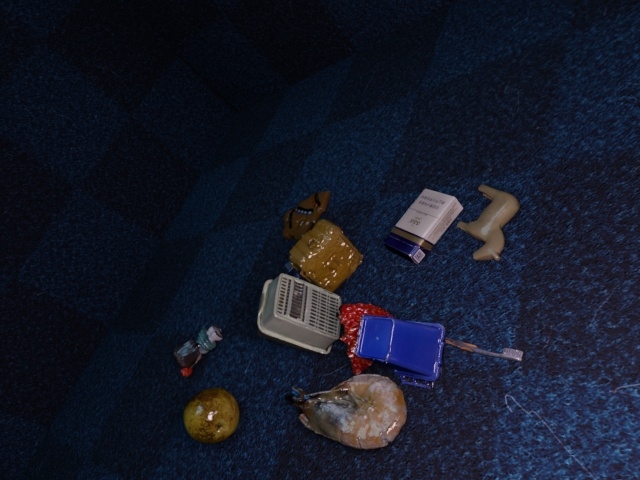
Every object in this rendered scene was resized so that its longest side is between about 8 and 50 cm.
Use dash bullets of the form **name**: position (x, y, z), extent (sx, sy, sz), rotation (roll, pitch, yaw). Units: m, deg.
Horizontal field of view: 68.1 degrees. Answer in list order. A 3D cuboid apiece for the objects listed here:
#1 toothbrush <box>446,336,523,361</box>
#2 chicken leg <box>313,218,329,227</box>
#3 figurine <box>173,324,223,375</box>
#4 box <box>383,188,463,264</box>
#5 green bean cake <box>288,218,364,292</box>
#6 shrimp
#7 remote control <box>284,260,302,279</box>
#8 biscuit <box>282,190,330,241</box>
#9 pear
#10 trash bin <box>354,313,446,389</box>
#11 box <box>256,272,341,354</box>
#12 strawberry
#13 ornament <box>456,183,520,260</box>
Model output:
- **toothbrush**: position (0.395, 0.287, 1.295), extent (0.321, 0.023, 0.031), rotation (0, 50, 48)
- **chicken leg**: position (0.000, 0.000, 1.994), extent (0.103, 0.088, 0.228), rotation (-8, 46, 28)
- **figurine**: position (-0.550, 0.486, 2.128), extent (0.245, 0.110, 0.138), rotation (-39, 51, 3)
- **box**: position (0.352, -0.050, 1.646), extent (0.259, 0.071, 0.168), rotation (-52, 33, -4)
- **green bean cake**: position (0.024, 0.067, 1.773), extent (0.224, 0.230, 0.131), rotation (-47, 34, -5)
- **shrimp**: position (0.061, 0.490, 1.414), extent (0.445, 0.110, 0.221), rotation (-7, 46, 42)
- **remote control**: position (-0.117, 0.133, 2.050), extent (0.043, 0.027, 0.152), rotation (-50, 31, 6)
- **biscuit**: position (-0.071, -0.129, 2.246), extent (0.301, 0.043, 0.278), rotation (-47, 33, 2)
- **pear**: position (-0.387, 0.636, 1.702), extent (0.197, 0.197, 0.197), rotation (-30, 37, 26)
- **trash bin**: position (0.217, 0.295, 1.290), extent (0.162, 0.234, 0.184), rotation (-5, 68, 47)
- **box**: position (-0.075, 0.258, 1.636), extent (0.166, 0.290, 0.221), rotation (-48, 26, 42)
- **strawberry**: position (0.150, 0.291, 1.474), extent (0.178, 0.234, 0.234), rotation (-12, 39, 1)
- **ornament**: position (0.517, -0.049, 1.460), extent (0.230, 0.061, 0.245), rotation (-49, 29, 2)
